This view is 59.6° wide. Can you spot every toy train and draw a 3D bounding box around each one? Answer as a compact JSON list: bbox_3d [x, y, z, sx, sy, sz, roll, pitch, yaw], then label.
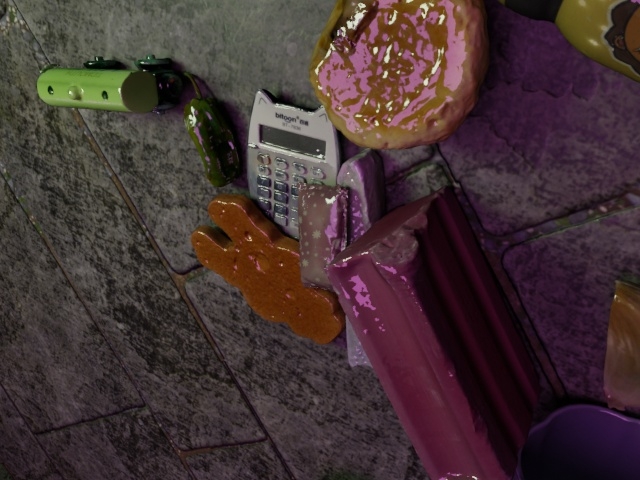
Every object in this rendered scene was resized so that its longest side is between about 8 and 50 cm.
[{"bbox_3d":[-0.370,-0.265,0.969,0.253,0.157,0.105,11,115,28],"label":"toy train"}]

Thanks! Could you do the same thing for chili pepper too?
[{"bbox_3d":[-0.194,-0.190,0.955,0.073,0.072,0.204,-7,109,35],"label":"chili pepper"}]

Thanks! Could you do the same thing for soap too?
[{"bbox_3d":[0.176,0.130,0.794,0.128,0.233,0.359,-20,101,37],"label":"soap"}]

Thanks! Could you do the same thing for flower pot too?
[{"bbox_3d":[0.394,0.419,0.801,0.265,0.265,0.243,17,129,23],"label":"flower pot"}]

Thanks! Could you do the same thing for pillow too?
[{"bbox_3d":[0.000,0.000,0.881,0.118,0.043,0.185,12,113,46],"label":"pillow"}]

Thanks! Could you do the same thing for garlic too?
[{"bbox_3d":[0.441,0.149,0.745,0.101,0.087,0.196,12,122,40],"label":"garlic"}]

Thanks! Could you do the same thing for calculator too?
[{"bbox_3d":[-0.046,-0.110,0.928,0.177,0.040,0.268,20,122,22],"label":"calculator"}]

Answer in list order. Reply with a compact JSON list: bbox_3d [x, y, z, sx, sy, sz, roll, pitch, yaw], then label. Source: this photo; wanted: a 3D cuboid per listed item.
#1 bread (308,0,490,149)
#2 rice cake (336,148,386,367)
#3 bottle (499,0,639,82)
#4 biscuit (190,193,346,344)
[{"bbox_3d":[0.104,-0.237,0.725,0.244,0.134,0.244,12,115,27],"label":"bread"},{"bbox_3d":[0.071,0.049,0.917,0.064,0.070,0.399,10,116,31],"label":"rice cake"},{"bbox_3d":[0.332,-0.250,0.561,0.351,0.171,0.171,31,124,15],"label":"bottle"},{"bbox_3d":[-0.088,0.058,1.020,0.334,0.047,0.202,40,133,4],"label":"biscuit"}]
